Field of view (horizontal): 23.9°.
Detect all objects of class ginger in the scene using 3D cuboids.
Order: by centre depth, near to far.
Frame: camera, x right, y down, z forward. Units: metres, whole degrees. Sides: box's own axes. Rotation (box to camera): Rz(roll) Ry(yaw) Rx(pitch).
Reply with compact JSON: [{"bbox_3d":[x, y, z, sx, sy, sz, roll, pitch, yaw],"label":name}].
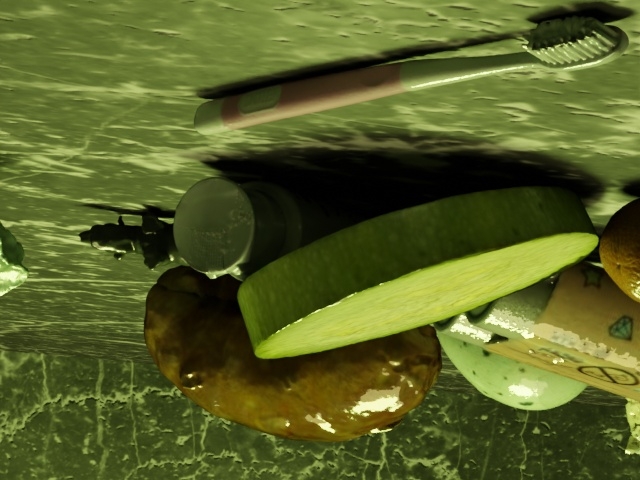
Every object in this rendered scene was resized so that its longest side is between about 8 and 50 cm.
[{"bbox_3d":[-0.018,0.108,1.442,0.321,0.165,0.172,8,148,29],"label":"ginger"}]

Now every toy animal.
[{"bbox_3d":[-0.133,0.001,1.245,0.135,0.047,0.065,-2,179,4],"label":"toy animal"}]

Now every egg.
[{"bbox_3d":[0.188,0.090,1.441,0.164,0.131,0.131,26,178,17],"label":"egg"}]

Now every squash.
[{"bbox_3d":[0.071,0.021,1.041,0.252,0.049,0.252,-17,167,-4],"label":"squash"}]

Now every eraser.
[{"bbox_3d":[0.252,0.080,1.251,0.290,0.087,0.171,19,165,-14],"label":"eraser"}]

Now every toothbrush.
[{"bbox_3d":[0.027,-0.078,0.737,0.025,0.020,0.286,23,161,-39],"label":"toothbrush"}]

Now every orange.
[{"bbox_3d":[0.227,0.007,1.000,0.085,0.085,0.085,4,171,1],"label":"orange"}]

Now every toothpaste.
[{"bbox_3d":[0.000,0.000,1.135,0.114,0.073,0.299,5,179,29],"label":"toothpaste"}]

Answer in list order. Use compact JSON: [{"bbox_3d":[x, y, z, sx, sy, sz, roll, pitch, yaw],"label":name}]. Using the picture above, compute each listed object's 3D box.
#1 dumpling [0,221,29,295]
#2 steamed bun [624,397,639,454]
[{"bbox_3d":[-0.314,-0.022,1.088,0.216,0.149,0.105,7,-148,26],"label":"dumpling"},{"bbox_3d":[0.443,0.182,1.722,0.225,0.200,0.170,-4,129,53],"label":"steamed bun"}]
